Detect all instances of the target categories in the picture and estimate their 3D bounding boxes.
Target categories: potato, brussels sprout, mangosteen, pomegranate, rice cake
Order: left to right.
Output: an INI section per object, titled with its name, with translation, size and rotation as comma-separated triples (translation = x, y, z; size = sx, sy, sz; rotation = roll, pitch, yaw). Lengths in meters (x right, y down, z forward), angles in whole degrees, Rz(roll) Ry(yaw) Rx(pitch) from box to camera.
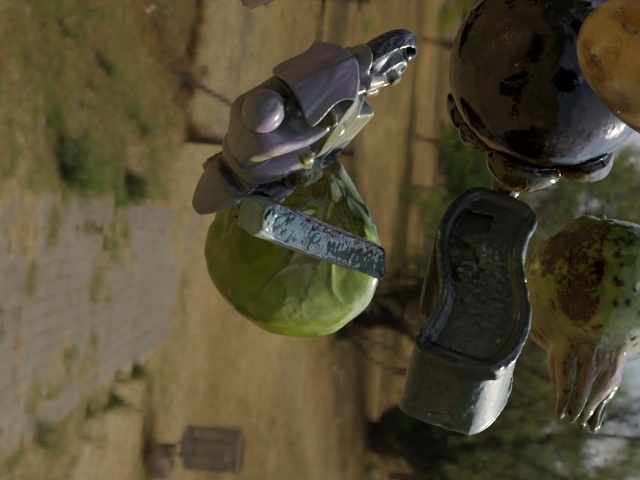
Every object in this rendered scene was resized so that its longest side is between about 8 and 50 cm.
[brussels sprout]
translation = -0.026, 0.013, 1.483
size = 0.161, 0.223, 0.223
rotation = -57, 156, -50
[rice cake]
translation = 0.000, -0.001, 1.094
size = 0.208, 0.033, 0.033
rotation = 21, 91, -55
[mangosteen]
translation = 0.223, -0.140, 1.303
size = 0.211, 0.211, 0.250
rotation = -81, -176, -56
[pomegranate]
translation = 0.343, 0.097, 1.684
size = 0.276, 0.204, 0.222
rotation = -48, 160, -17
[potato]
translation = 0.258, -0.127, 0.948
size = 0.178, 0.109, 0.118
rotation = 12, 47, -55

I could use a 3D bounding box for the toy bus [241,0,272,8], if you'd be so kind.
[toy bus]
translation = -0.003, -0.371, 1.471
size = 0.274, 0.090, 0.112
rotation = -47, -169, -30

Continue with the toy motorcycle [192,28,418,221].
[toy motorcycle]
translation = -0.024, -0.092, 1.036
size = 0.225, 0.073, 0.152
rotation = -43, 162, 31

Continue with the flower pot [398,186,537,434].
[flower pot]
translation = 0.147, 0.062, 1.233
size = 0.108, 0.103, 0.229
rotation = 96, 7, -49
